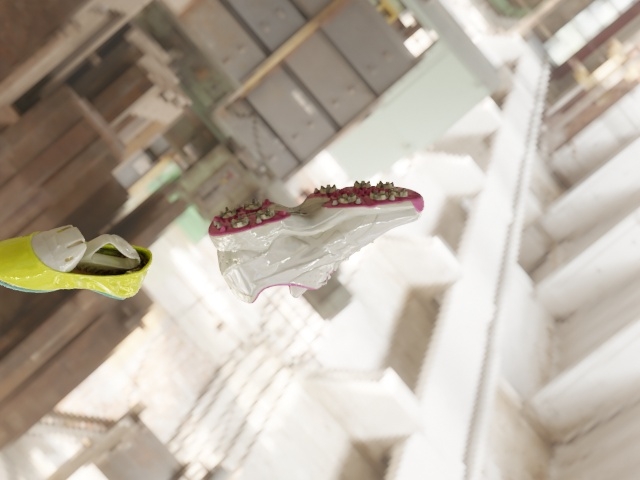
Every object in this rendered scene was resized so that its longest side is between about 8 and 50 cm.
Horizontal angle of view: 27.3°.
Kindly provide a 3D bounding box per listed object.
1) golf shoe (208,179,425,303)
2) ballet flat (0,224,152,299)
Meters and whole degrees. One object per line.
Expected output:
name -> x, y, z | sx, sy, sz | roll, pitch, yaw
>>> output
golf shoe -> 0.000, 0.000, 1.843 | 0.306, 0.140, 0.115 | -11, -162, -8
ballet flat -> -0.285, 0.019, 1.541 | 0.077, 0.077, 0.231 | -43, 150, 24
